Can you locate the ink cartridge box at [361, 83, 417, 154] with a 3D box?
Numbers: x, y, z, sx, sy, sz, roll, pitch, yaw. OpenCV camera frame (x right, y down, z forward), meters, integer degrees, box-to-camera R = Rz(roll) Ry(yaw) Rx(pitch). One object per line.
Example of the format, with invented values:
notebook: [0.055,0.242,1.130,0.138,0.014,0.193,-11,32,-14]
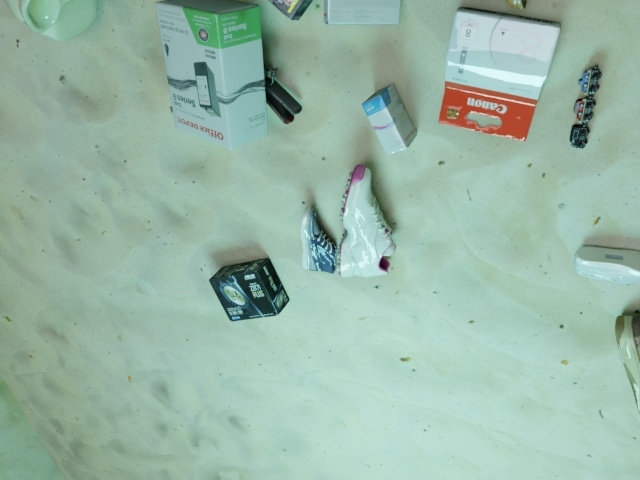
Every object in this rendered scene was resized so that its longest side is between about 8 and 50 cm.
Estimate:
ink cartridge box: [0.146,-0.252,1.192,0.052,0.088,0.123,-20,108,34]

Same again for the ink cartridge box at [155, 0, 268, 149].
ink cartridge box: [-0.233,-0.370,1.255,0.211,0.121,0.289,24,131,34]

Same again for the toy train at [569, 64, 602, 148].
toy train: [0.491,-0.248,1.063,0.036,0.027,0.158,17,126,30]

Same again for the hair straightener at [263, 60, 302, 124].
hair straightener: [-0.119,-0.375,1.279,0.230,0.047,0.089,53,141,-3]

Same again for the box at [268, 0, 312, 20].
box: [-0.053,-0.596,1.073,0.216,0.060,0.270,40,117,-1]

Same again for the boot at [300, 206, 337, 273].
boot: [0.000,0.000,1.441,0.086,0.069,0.190,9,131,13]

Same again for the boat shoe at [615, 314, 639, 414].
boat shoe: [0.739,0.305,1.217,0.123,0.123,0.342,-16,104,34]

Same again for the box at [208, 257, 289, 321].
box: [-0.201,0.141,1.612,0.180,0.077,0.148,-11,113,31]

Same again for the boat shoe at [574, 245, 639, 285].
boat shoe: [0.617,0.062,1.166,0.184,0.066,0.063,6,135,21]

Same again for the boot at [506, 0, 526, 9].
boot: [0.269,-0.474,1.011,0.152,0.073,0.197,-20,96,33]

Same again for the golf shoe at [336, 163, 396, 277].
golf shoe: [0.114,-0.038,1.339,0.140,0.115,0.306,9,129,9]

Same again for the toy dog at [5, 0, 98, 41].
toy dog: [-0.662,-0.680,1.260,0.408,0.284,0.395,48,164,-8]

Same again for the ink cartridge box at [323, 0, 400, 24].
ink cartridge box: [0.080,-0.499,1.066,0.145,0.045,0.180,-4,114,-10]

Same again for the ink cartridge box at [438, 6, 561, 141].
ink cartridge box: [0.330,-0.309,1.089,0.188,0.066,0.233,17,120,17]
